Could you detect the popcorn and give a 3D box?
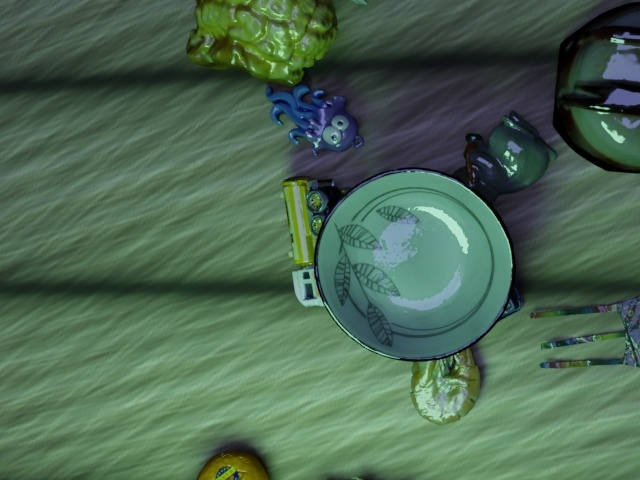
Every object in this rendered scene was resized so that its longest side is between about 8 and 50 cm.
[{"bbox_3d":[-0.106,-0.357,1.824,0.251,0.206,0.237,-41,98,24],"label":"popcorn"}]

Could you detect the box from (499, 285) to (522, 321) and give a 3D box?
[{"bbox_3d":[0.275,0.103,1.823,0.099,0.054,0.074,-29,88,13],"label":"box"}]

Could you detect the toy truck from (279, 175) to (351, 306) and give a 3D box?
[{"bbox_3d":[0.000,0.000,1.861,0.114,0.098,0.227,-10,89,39],"label":"toy truck"}]

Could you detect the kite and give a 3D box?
[{"bbox_3d":[0.486,0.150,1.796,0.285,0.015,0.152,-5,89,12],"label":"kite"}]

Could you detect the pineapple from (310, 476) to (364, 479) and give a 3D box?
[{"bbox_3d":[-0.016,0.553,1.841,0.286,0.209,0.344,16,98,13],"label":"pineapple"}]

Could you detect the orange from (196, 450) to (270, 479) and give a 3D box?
[{"bbox_3d":[-0.150,0.434,1.916,0.135,0.117,0.135,-2,49,3],"label":"orange"}]

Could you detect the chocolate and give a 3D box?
[{"bbox_3d":[0.487,-0.237,1.684,0.283,0.186,0.283,1,93,15],"label":"chocolate"}]

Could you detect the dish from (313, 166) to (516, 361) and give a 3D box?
[{"bbox_3d":[0.150,0.032,1.771,0.316,0.106,0.316,1,102,6],"label":"dish"}]

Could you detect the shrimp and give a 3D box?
[{"bbox_3d":[0.211,0.199,1.848,0.115,0.051,0.217,5,93,7],"label":"shrimp"}]

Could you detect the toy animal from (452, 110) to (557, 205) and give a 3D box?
[{"bbox_3d":[0.265,-0.094,1.787,0.138,0.108,0.236,37,101,9],"label":"toy animal"}]

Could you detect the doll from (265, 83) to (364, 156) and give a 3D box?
[{"bbox_3d":[-0.014,-0.206,1.875,0.206,0.067,0.110,28,90,22],"label":"doll"}]

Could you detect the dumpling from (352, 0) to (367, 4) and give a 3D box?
[{"bbox_3d":[0.038,-0.476,1.812,0.108,0.127,0.188,-21,84,-4],"label":"dumpling"}]
